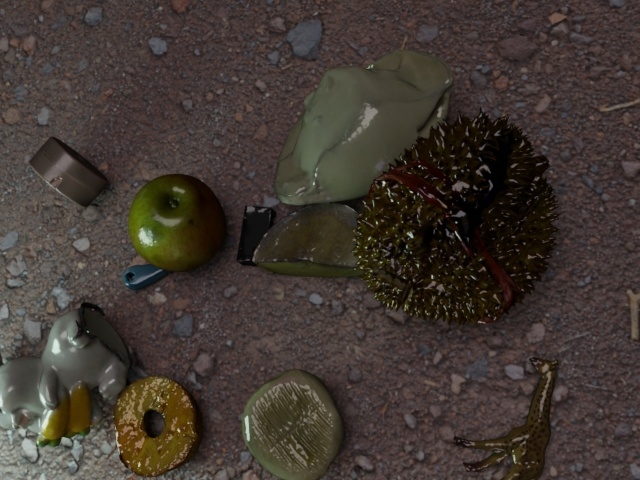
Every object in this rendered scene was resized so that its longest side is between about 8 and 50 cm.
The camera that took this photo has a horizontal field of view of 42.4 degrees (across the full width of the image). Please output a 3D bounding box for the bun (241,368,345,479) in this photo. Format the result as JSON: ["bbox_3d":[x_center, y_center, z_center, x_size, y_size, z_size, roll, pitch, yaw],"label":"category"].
[{"bbox_3d":[-0.043,0.336,1.497,0.178,0.128,0.193,-40,82,1],"label":"bun"}]

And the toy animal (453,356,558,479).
[{"bbox_3d":[0.348,0.335,1.442,0.275,0.054,0.149,-47,68,1],"label":"toy animal"}]

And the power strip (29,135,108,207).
[{"bbox_3d":[-0.522,-0.143,1.717,0.154,0.154,0.078,40,90,19],"label":"power strip"}]

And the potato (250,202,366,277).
[{"bbox_3d":[0.000,0.000,1.587,0.243,0.098,0.138,3,73,20],"label":"potato"}]

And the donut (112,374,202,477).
[{"bbox_3d":[-0.306,0.355,1.578,0.174,0.074,0.190,-37,67,3],"label":"donut"}]

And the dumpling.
[{"bbox_3d":[0.063,-0.220,1.590,0.395,0.233,0.315,-43,33,4],"label":"dumpling"}]

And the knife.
[{"bbox_3d":[-0.290,0.033,1.683,0.244,0.032,0.058,-25,63,1],"label":"knife"}]

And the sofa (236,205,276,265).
[{"bbox_3d":[-0.127,-0.009,1.648,0.060,0.039,0.117,4,77,15],"label":"sofa"}]

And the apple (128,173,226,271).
[{"bbox_3d":[-0.282,-0.038,1.610,0.196,0.196,0.195,-3,75,12],"label":"apple"}]

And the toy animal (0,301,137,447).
[{"bbox_3d":[-0.533,0.258,1.601,0.310,0.183,0.247,-33,61,7],"label":"toy animal"}]

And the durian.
[{"bbox_3d":[0.233,-0.027,1.412,0.384,0.347,0.347,-33,71,-2],"label":"durian"}]
